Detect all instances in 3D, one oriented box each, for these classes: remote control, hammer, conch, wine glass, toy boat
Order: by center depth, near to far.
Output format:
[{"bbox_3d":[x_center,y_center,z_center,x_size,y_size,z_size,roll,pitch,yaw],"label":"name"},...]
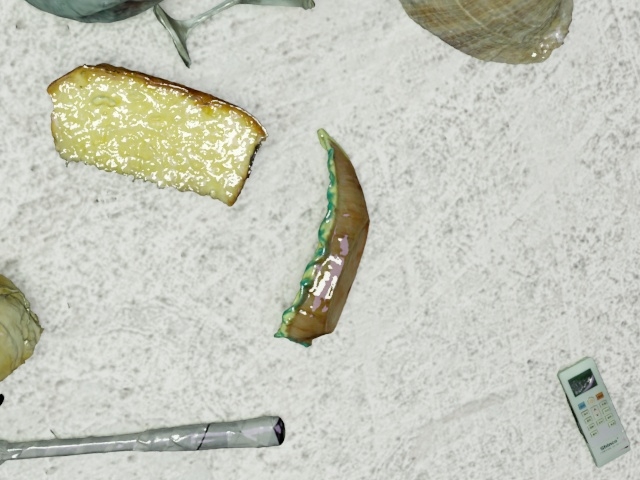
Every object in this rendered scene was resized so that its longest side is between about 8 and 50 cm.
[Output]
[{"bbox_3d":[-0.114,-0.301,1.090,0.183,0.122,0.122,-28,102,-3],"label":"wine glass"},{"bbox_3d":[0.233,-0.393,1.118,0.297,0.210,0.352,-21,99,5],"label":"conch"},{"bbox_3d":[-0.257,0.278,1.162,0.427,0.044,0.152,1,96,-15],"label":"hammer"},{"bbox_3d":[0.011,0.000,1.162,0.099,0.108,0.292,12,88,17],"label":"toy boat"},{"bbox_3d":[0.412,0.261,1.322,0.065,0.029,0.166,-26,97,-8],"label":"remote control"}]

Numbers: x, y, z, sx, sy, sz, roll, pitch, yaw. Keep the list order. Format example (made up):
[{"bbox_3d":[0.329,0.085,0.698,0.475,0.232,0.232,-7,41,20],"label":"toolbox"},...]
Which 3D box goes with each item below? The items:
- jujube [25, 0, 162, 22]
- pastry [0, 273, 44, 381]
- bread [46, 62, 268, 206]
[{"bbox_3d":[-0.285,-0.403,0.982,0.247,0.215,0.307,-15,99,21],"label":"jujube"},{"bbox_3d":[-0.454,0.115,0.994,0.257,0.236,0.120,-20,110,-11],"label":"pastry"},{"bbox_3d":[-0.202,-0.138,1.076,0.260,0.134,0.129,16,103,-10],"label":"bread"}]
